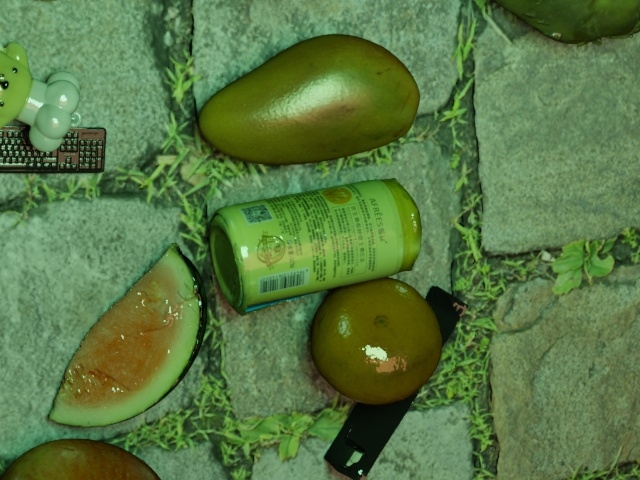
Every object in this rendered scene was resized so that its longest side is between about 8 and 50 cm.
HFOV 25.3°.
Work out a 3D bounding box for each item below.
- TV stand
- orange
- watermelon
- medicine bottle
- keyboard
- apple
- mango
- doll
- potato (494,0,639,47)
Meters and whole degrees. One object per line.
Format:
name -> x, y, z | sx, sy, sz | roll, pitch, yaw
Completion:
TV stand -> 0.094, 0.176, 1.752 | 0.040, 0.049, 0.256 | 32, 92, -26
orange -> 0.064, 0.119, 1.671 | 0.156, 0.156, 0.124 | -20, 155, -17
watermelon -> -0.203, 0.122, 1.609 | 0.119, 0.063, 0.245 | 36, 95, -9
medicine bottle -> 0.000, 0.000, 1.620 | 0.239, 0.124, 0.124 | -12, 109, -20
keyboard -> -0.305, -0.098, 1.522 | 0.155, 0.010, 0.053 | -2, 104, -23
apple -> -0.257, 0.335, 1.577 | 0.235, 0.173, 0.210 | 34, 90, -26
mango -> -0.012, -0.155, 1.576 | 0.253, 0.113, 0.138 | -11, 113, -13
doll -> -0.321, -0.154, 1.468 | 0.162, 0.062, 0.106 | 23, 82, -26
potato -> 0.274, -0.331, 1.632 | 0.296, 0.141, 0.191 | 29, 76, -26
